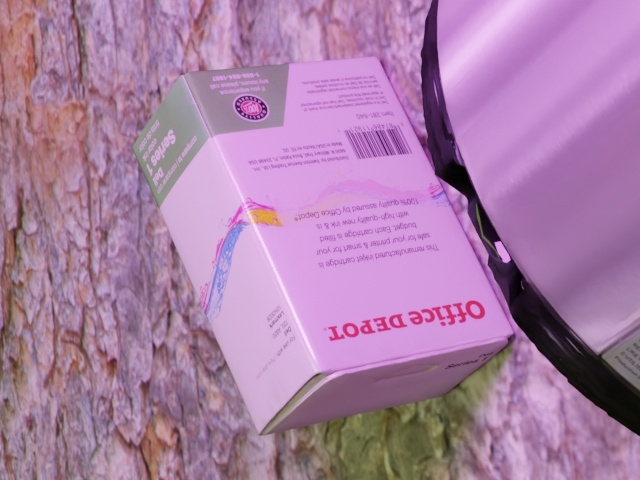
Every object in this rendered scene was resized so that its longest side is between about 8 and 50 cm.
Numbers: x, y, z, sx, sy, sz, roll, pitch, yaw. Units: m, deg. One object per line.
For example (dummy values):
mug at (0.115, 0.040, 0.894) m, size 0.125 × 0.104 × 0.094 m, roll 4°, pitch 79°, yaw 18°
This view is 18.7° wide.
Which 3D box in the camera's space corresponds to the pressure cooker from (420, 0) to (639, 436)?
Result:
pressure cooker at (0.292, -0.118, 0.839) m, size 0.420 × 0.369 × 0.376 m, roll -45°, pitch 56°, yaw 49°

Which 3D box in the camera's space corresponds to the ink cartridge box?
ink cartridge box at (0.000, 0.000, 1.565) m, size 0.117 × 0.201 × 0.278 m, roll -48°, pitch 59°, yaw 46°
